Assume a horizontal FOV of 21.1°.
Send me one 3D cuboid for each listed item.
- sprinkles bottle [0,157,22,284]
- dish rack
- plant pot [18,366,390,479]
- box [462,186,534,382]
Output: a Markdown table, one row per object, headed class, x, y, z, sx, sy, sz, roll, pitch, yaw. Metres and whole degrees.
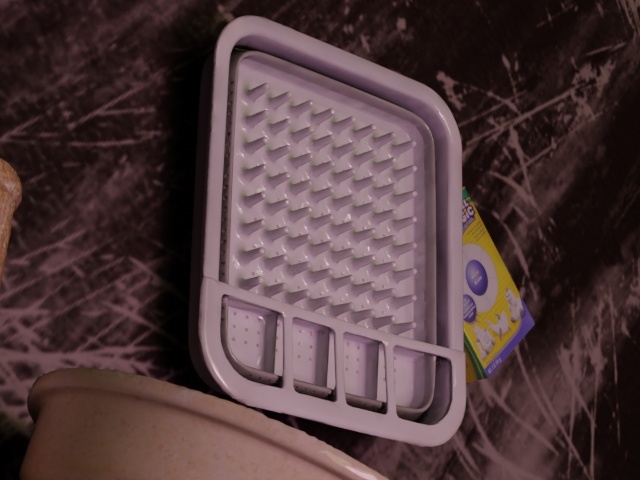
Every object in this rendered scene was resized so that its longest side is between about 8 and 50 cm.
| class | x | y | z | sx | sy | sz | roll | pitch | yaw |
| --- | --- | --- | --- | --- | --- | --- | --- | --- | --- |
| sprinkles bottle | -0.276 | 0.110 | 1.089 | 0.121 | 0.121 | 0.355 | 27 | 58 | -39 |
| dish rack | 0.000 | 0.000 | 1.448 | 0.285 | 0.072 | 0.333 | 17 | 65 | -37 |
| plant pot | -0.101 | 0.295 | 1.102 | 0.334 | 0.334 | 0.305 | 40 | 62 | -31 |
| box | 0.127 | 0.031 | 1.610 | 0.105 | 0.043 | 0.179 | -43 | 108 | -46 |
